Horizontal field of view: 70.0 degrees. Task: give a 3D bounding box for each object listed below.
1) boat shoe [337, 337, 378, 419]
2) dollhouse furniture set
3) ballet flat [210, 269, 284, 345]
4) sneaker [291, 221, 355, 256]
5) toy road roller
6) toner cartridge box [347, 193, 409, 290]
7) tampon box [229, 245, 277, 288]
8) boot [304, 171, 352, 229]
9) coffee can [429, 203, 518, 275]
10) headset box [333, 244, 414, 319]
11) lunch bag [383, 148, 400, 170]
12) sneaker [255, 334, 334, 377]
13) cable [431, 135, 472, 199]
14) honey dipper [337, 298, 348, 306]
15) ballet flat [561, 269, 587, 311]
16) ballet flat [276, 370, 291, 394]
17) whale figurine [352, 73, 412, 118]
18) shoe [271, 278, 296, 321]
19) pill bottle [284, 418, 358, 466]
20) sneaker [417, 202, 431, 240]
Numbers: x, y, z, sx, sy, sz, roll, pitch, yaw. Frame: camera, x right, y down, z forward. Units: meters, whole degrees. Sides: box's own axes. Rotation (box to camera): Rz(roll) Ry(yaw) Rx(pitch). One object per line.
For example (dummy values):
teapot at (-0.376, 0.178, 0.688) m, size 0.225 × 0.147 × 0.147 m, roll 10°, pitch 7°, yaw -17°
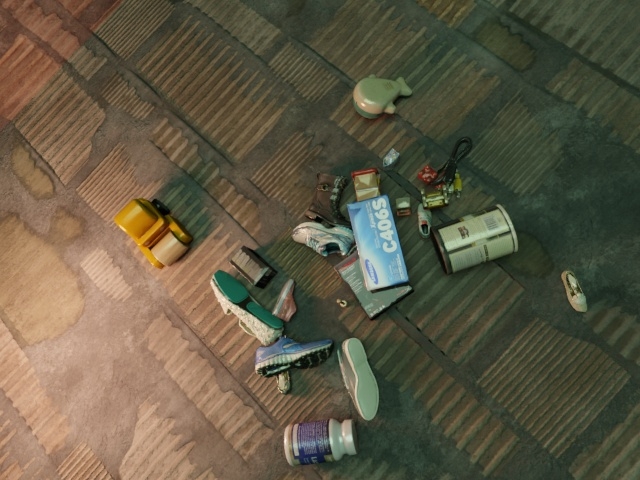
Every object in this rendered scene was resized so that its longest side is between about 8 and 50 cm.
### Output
boat shoe at (0.144, 0.551, 1.826) m, size 0.099 × 0.116 × 0.319 m, roll -25°, pitch 77°, yaw 51°
dollhouse furniture set at (0.327, -0.200, 1.899) m, size 0.374 × 0.152 × 0.201 m, roll -9°, pitch 76°, yaw 11°
ballet flat at (-0.338, 0.299, 1.954) m, size 0.409 × 0.147 × 0.147 m, roll 39°, pitch 88°, yaw 17°
sneaker at (0.000, 0.000, 1.920) m, size 0.283 × 0.110 × 0.122 m, roll 4°, pitch 52°, yaw 23°
toy road roller at (-0.769, -0.050, 2.058) m, size 0.202 × 0.240 × 0.329 m, roll -45°, pitch 73°, yaw 0°
toner cartridge box at (0.225, 0.008, 1.777) m, size 0.165 × 0.075 × 0.348 m, roll -15°, pitch 84°, yaw 11°
tampon box at (-0.290, 0.116, 1.982) m, size 0.161 × 0.120 × 0.101 m, roll 40°, pitch 89°, yaw 17°
boot at (0.066, -0.175, 1.984) m, size 0.263 × 0.091 × 0.229 m, roll 21°, pitch 84°, yaw 18°
coffee can at (0.590, -0.001, 1.777) m, size 0.275 × 0.201 × 0.201 m, roll -19°, pitch 75°, yaw 7°
headset box at (0.210, 0.147, 1.873) m, size 0.218 × 0.110 × 0.293 m, roll -35°, pitch 73°, yaw 4°
lunch bag at (0.302, -0.345, 1.980) m, size 0.053 × 0.071 × 0.083 m, roll 41°, pitch 90°, yaw 19°
sneaker at (-0.107, 0.440, 1.855) m, size 0.330 × 0.130 × 0.147 m, roll -9°, pitch 47°, yaw -11°
cable at (0.556, -0.310, 1.942) m, size 0.139 × 0.072 × 0.287 m, roll 10°, pitch 68°, yaw 31°
honey dipper at (0.085, 0.252, 1.851) m, size 0.030 × 0.160 × 0.030 m, roll -3°, pitch 77°, yaw 13°
ballet flat at (0.963, 0.193, 1.732) m, size 0.057 × 0.052 × 0.168 m, roll -22°, pitch 75°, yaw 7°
ballet flat at (-0.158, 0.543, 1.892) m, size 0.070 × 0.070 × 0.188 m, roll -18°, pitch 75°, yaw 8°
whale figurine at (0.270, -0.639, 2.037) m, size 0.272 × 0.141 × 0.216 m, roll -24°, pitch 73°, yaw -19°
shoe at (-0.136, 0.257, 1.954) m, size 0.081 × 0.063 × 0.178 m, roll 31°, pitch 65°, yaw -14°
pill bottle at (0.005, 0.772, 1.761) m, size 0.264 × 0.153 × 0.153 m, roll -12°, pitch 76°, yaw 10°
sneaker at (0.434, -0.083, 1.893) m, size 0.057 × 0.075 × 0.161 m, roll -4°, pitch 78°, yaw 11°
